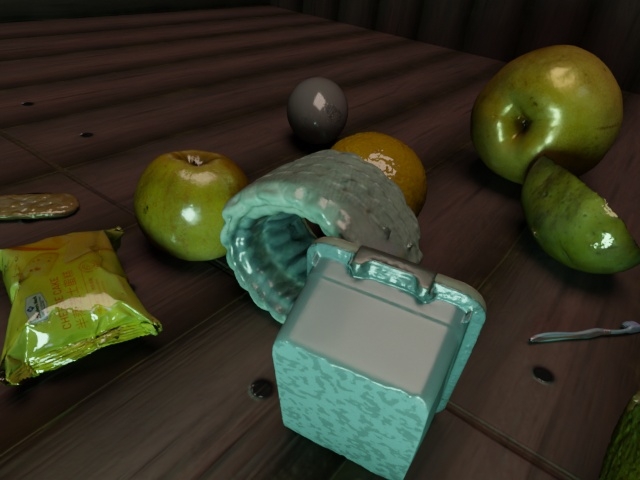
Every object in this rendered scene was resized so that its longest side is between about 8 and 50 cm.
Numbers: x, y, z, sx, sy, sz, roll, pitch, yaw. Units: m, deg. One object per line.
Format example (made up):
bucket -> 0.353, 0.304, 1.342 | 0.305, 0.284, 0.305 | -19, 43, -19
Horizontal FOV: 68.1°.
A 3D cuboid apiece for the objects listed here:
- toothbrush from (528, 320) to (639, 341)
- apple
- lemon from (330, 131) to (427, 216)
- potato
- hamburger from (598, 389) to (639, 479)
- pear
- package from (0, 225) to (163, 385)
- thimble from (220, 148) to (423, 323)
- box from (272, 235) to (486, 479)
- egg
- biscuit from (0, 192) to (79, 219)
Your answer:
toothbrush -> 0.374, 0.129, 0.664 | 0.193, 0.013, 0.019 | -3, 29, -16
apple -> -0.186, -0.058, 0.707 | 0.182, 0.155, 0.182 | 4, 36, -3
lemon -> 0.080, -0.078, 0.761 | 0.186, 0.187, 0.244 | -3, 39, -15
potato -> 0.421, -0.028, 0.817 | 0.111, 0.160, 0.272 | -34, 29, 15
hamburger -> 0.317, 0.212, 0.357 | 0.167, 0.288, 0.192 | 16, 1, 18
pear -> 0.481, -0.264, 1.026 | 0.314, 0.314, 0.314 | 5, 34, -3
package -> -0.300, 0.060, 0.567 | 0.168, 0.090, 0.226 | -16, 43, -28
thimble -> 0.000, 0.000, 0.610 | 0.250, 0.205, 0.172 | 26, 37, 27
box -> 0.046, 0.116, 0.445 | 0.162, 0.227, 0.130 | 20, 52, 17
egg -> -0.007, -0.304, 1.118 | 0.146, 0.146, 0.199 | 7, 40, 0
biscuit -> -0.474, -0.056, 0.773 | 0.147, 0.018, 0.071 | -4, 38, -19
